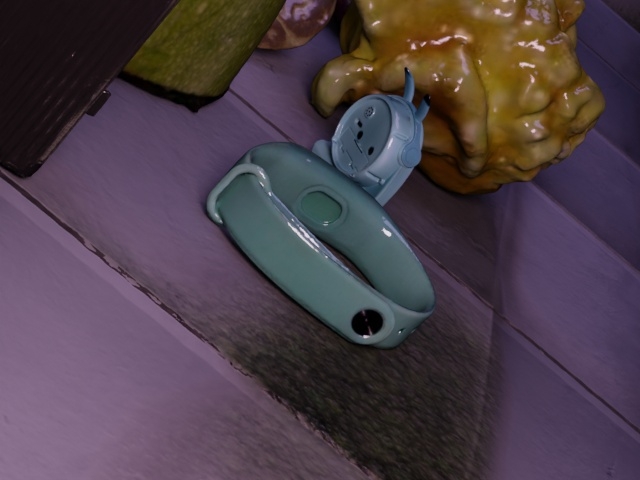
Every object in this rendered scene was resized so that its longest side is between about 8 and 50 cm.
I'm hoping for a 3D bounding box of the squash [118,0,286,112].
[{"bbox_3d":[-0.126,-0.339,1.711,0.310,0.309,0.310,35,21,-15],"label":"squash"}]

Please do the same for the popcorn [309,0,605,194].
[{"bbox_3d":[0.158,-0.210,2.015,0.335,0.274,0.279,40,18,-4],"label":"popcorn"}]

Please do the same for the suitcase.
[{"bbox_3d":[-0.202,-0.237,1.331,0.230,0.335,0.152,37,25,-13],"label":"suitcase"}]

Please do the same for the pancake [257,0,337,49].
[{"bbox_3d":[-0.083,-0.325,1.977,0.250,0.031,0.250,9,67,-23],"label":"pancake"}]

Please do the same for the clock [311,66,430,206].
[{"bbox_3d":[0.059,-0.103,1.796,0.045,0.147,0.108,25,26,-39],"label":"clock"}]

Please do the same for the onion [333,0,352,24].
[{"bbox_3d":[0.096,-0.318,2.258,0.153,0.177,0.177,-20,58,-31],"label":"onion"}]

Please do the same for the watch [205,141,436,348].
[{"bbox_3d":[0.000,0.000,1.614,0.237,0.068,0.195,37,23,-23],"label":"watch"}]
